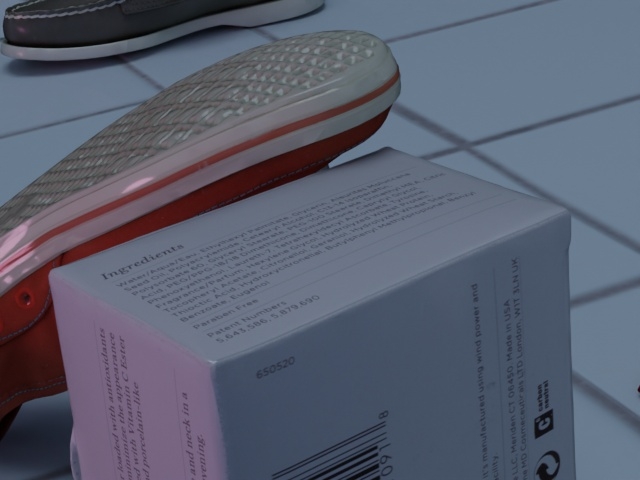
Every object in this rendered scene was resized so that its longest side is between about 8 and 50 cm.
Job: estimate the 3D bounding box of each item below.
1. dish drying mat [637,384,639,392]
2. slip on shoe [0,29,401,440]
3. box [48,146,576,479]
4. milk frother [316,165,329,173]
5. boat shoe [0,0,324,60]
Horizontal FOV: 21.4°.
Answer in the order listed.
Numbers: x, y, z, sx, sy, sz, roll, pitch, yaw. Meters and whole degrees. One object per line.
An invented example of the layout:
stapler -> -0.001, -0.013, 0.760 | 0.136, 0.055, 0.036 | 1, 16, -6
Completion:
dish drying mat -> 0.195, 0.062, 0.900 | 0.032, 0.008, 0.083 | 5, 28, 24
slip on shoe -> -0.087, 0.002, 0.824 | 0.331, 0.101, 0.123 | -32, 16, 27
box -> 0.004, 0.079, 0.696 | 0.182, 0.181, 0.119 | -22, 29, -32
milk frother -> 0.000, 0.000, 0.921 | 0.143, 0.135, 0.129 | -4, 49, 9
boat shoe -> -0.142, -0.228, 1.505 | 0.305, 0.091, 0.109 | -15, 26, -20
